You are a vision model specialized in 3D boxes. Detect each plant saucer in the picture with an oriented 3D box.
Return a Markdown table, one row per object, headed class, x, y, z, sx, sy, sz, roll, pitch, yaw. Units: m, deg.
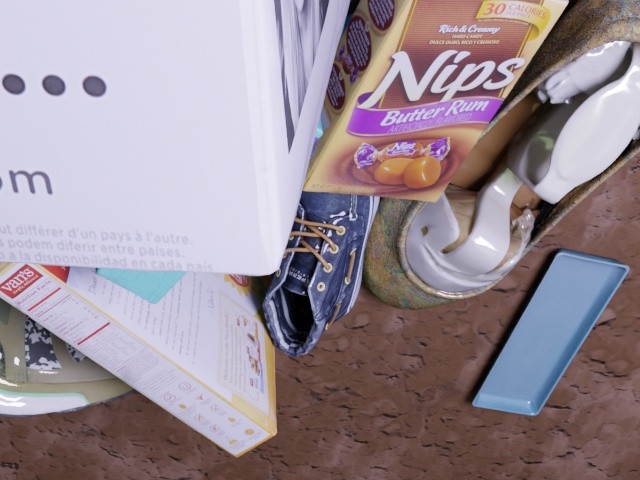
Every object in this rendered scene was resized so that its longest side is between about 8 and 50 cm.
| class | x | y | z | sx | sy | sz | roll | pitch | yaw |
| --- | --- | --- | --- | --- | --- | --- | --- | --- | --- |
| plant saucer | 0.196 | 0.081 | 1.022 | 0.067 | 0.018 | 0.192 | 11 | 128 | -13 |

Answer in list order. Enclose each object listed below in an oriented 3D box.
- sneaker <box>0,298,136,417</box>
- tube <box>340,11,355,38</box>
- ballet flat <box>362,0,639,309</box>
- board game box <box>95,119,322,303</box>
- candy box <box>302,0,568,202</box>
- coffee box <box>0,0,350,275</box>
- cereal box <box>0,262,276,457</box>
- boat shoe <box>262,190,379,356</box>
| class | x | y | z | sx | sy | sz | roll | pitch | yaw |
| --- | --- | --- | --- | --- | --- | --- | --- | --- | --- |
| sneaker | -0.276 | -0.003 | 0.846 | 0.410 | 0.158 | 0.182 | 20 | 109 | -26 |
| tube | 0.018 | -0.122 | 0.818 | 0.207 | 0.052 | 0.080 | -26 | 136 | 10 |
| ballet flat | 0.140 | -0.044 | 0.845 | 0.123 | 0.123 | 0.348 | 26 | 124 | -24 |
| board game box | -0.070 | -0.086 | 0.731 | 0.047 | 0.210 | 0.160 | 31 | 121 | -27 |
| candy box | 0.064 | -0.106 | 0.764 | 0.109 | 0.053 | 0.187 | 3 | 137 | -27 |
| coffee box | -0.161 | -0.225 | 0.468 | 0.337 | 0.338 | 0.334 | 3 | 125 | 8 |
| cereal box | -0.126 | 0.028 | 0.850 | 0.047 | 0.173 | 0.240 | -33 | 124 | 24 |
| boat shoe | 0.000 | 0.000 | 0.876 | 0.065 | 0.083 | 0.183 | 16 | 127 | 19 |
